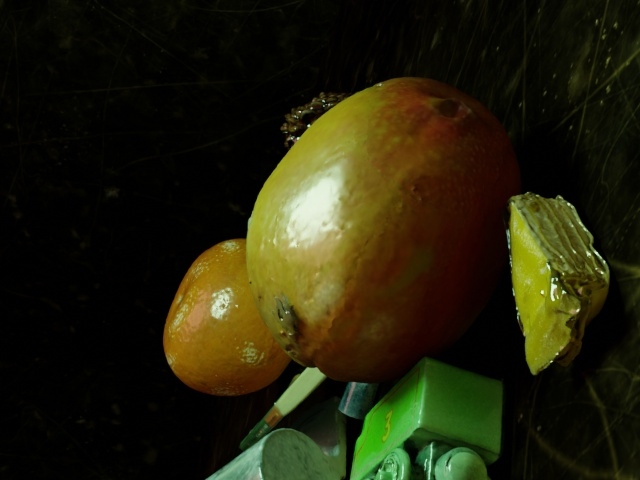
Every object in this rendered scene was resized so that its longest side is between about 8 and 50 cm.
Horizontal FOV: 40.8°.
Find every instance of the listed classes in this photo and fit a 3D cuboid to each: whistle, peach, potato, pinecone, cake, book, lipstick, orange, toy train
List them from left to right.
[{"bbox_3d":[-0.215,0.204,2.231,0.424,0.326,0.424,-55,18,27],"label":"orange"},{"bbox_3d":[-0.043,0.404,1.406,0.168,0.188,0.405,-41,-11,27],"label":"whistle"},{"bbox_3d":[-0.057,0.345,1.978,0.051,0.040,0.083,-108,32,-62],"label":"potato"},{"bbox_3d":[-0.028,0.264,1.591,0.260,0.043,0.371,-46,-6,-26],"label":"book"},{"bbox_3d":[0.027,-0.226,1.904,0.221,0.221,0.221,-166,90,-80],"label":"pinecone"},{"bbox_3d":[0.092,0.175,1.398,0.053,0.053,0.234,-124,53,-77],"label":"lipstick"},{"bbox_3d":[0.078,-0.018,1.020,0.373,0.290,0.372,-39,-33,-32],"label":"peach"},{"bbox_3d":[0.111,0.253,0.959,0.243,0.132,0.188,121,166,-51],"label":"toy train"},{"bbox_3d":[0.225,0.043,0.835,0.185,0.080,0.116,-112,24,-57],"label":"cake"}]

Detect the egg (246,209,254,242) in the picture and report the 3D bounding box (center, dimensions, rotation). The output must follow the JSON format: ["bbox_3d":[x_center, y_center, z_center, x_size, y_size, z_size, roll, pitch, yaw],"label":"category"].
[{"bbox_3d":[0.000,0.000,1.547,0.279,0.279,0.310,-87,17,-49],"label":"egg"}]
